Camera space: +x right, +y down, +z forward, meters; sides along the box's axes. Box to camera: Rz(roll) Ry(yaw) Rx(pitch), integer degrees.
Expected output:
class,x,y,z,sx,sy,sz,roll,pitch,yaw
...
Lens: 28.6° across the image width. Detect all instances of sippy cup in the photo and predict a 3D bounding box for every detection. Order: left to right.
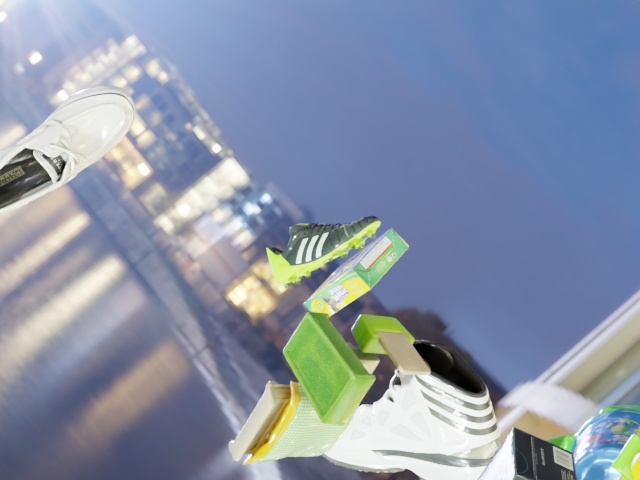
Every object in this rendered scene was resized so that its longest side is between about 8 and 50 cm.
class,x,y,z,sx,sy,sz,roll,pitch,yaw
sippy cup,0.566,0.445,2.357,0.240,0.305,0.224,65,23,5

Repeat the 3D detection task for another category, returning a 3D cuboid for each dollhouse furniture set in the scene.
class,x,y,z,sx,sy,sz,roll,pitch,yaw
dollhouse furniture set,0.018,0.273,1.936,0.197,0.301,0.151,8,33,-41

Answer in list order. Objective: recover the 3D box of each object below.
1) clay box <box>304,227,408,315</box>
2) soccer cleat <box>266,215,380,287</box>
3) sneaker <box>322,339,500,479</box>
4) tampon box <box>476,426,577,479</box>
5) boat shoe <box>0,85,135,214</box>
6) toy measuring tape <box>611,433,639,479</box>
class,x,y,z,sx,sy,sz,roll,pitch,yaw
clay box,0.056,0.069,2.257,0.053,0.127,0.222,48,-35,-4
soccer cleat,0.000,0.000,1.720,0.060,0.179,0.072,-5,68,-63
sneaker,0.157,0.302,2.362,0.447,0.169,0.257,3,-77,44
tampon box,0.283,0.376,1.796,0.101,0.161,0.120,24,27,-6
boat shoe,-0.364,-0.115,1.688,0.096,0.267,0.088,65,-6,-30
toy measuring tape,0.408,0.288,1.399,0.121,0.121,0.330,46,4,32
